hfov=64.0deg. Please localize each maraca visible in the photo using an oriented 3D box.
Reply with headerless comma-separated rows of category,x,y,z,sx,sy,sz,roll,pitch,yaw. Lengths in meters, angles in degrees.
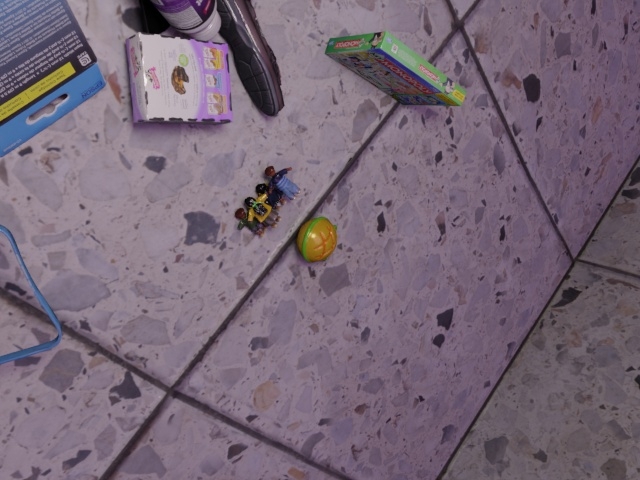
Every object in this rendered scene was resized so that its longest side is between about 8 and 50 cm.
maraca,0.000,0.000,1.378,0.186,0.099,0.127,14,98,-65

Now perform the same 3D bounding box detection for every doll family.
doll family,-0.133,-0.101,1.262,0.111,0.076,0.192,40,74,-33

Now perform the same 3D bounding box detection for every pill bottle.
pill bottle,-0.264,-0.469,0.980,0.108,0.108,0.193,-63,164,-4

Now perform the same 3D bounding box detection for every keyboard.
keyboard,-0.333,-0.500,0.989,0.100,0.038,0.191,-55,155,-46

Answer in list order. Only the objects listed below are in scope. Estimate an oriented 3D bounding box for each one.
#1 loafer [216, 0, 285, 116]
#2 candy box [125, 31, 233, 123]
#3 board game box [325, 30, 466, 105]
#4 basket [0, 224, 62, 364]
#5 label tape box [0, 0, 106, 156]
loafer,-0.142,-0.429,1.133,0.095,0.109,0.302,-42,121,-26
candy box,-0.285,-0.324,1.050,0.196,0.070,0.164,-10,102,-42
board game box,0.195,-0.430,1.313,0.318,0.214,0.046,19,92,-39
basket,-0.630,0.128,0.870,0.289,0.201,0.254,-24,116,-18
label tape box,-0.531,-0.328,0.833,0.249,0.115,0.347,-43,166,-17
